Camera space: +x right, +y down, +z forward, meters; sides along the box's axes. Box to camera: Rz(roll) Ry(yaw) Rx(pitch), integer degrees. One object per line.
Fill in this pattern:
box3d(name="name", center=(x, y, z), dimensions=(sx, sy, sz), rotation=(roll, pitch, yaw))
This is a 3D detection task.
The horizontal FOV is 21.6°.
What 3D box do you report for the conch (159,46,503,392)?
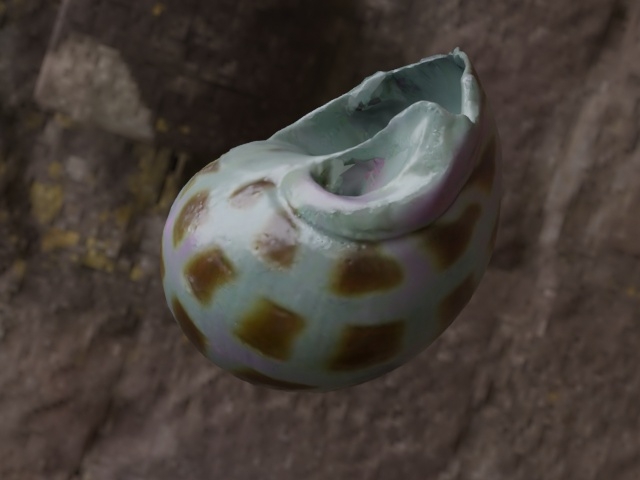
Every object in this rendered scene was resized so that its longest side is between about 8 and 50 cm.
box3d(name="conch", center=(0.000, 0.000, 1.266), dimensions=(0.368, 0.197, 0.249), rotation=(-6, 43, 45))
